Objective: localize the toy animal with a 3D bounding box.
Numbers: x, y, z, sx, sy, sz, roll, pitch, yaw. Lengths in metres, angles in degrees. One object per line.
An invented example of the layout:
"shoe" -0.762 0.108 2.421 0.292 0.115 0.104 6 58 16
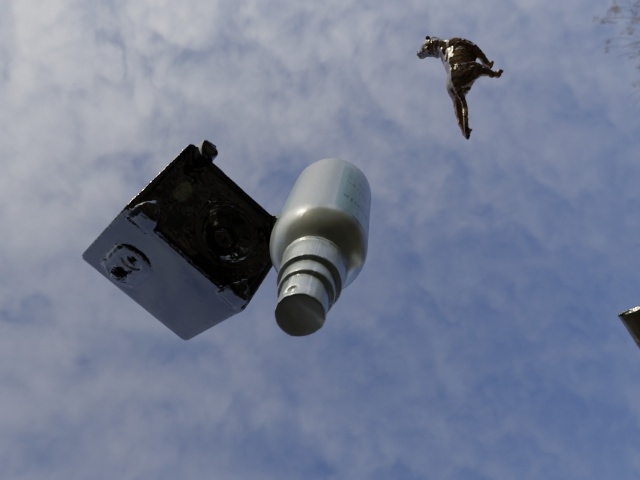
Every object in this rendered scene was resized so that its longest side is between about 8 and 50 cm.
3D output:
"toy animal" 0.267 -0.297 1.093 0.116 0.114 0.255 25 -135 -29

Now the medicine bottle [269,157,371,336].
"medicine bottle" 0.000 0.000 0.666 0.110 0.351 0.110 2 -67 5

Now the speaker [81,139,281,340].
"speaker" -0.209 0.011 0.933 0.232 0.254 0.184 43 -130 -15

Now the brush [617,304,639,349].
"brush" 0.489 0.192 0.790 0.043 0.036 0.247 -33 -82 20
